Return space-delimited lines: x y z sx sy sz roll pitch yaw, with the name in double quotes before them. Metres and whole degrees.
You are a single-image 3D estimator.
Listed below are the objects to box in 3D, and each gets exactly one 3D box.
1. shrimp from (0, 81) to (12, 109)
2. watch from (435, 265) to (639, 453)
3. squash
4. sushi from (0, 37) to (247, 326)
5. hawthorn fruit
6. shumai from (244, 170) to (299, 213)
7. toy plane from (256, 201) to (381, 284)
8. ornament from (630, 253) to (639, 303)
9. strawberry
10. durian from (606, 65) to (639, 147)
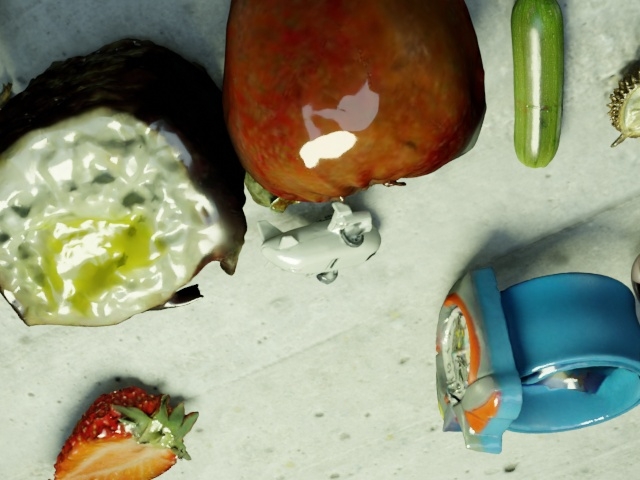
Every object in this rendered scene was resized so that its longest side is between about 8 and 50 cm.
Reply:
"shrimp" -0.449 -0.137 1.313 0.099 0.041 0.180 39 114 -4
"watch" 0.299 0.182 1.390 0.274 0.241 0.305 -2 149 -7
"squash" 0.270 -0.200 1.260 0.066 0.066 0.229 -5 119 2
"sushi" -0.234 -0.072 1.199 0.299 0.294 0.281 -5 116 1
"hawthorn fruit" 0.031 -0.201 1.146 0.308 0.325 0.308 -2 164 -1
"shumai" -0.064 -0.069 1.321 0.082 0.080 0.083 31 117 -14
"toy plane" 0.001 0.003 1.346 0.174 0.080 0.174 -15 155 -7
"ornament" 0.500 0.043 1.336 0.177 0.177 0.177 0 119 0
"strawberry" -0.301 0.305 1.525 0.174 0.098 0.228 24 130 -31
"durian" 0.408 -0.177 1.268 0.110 0.071 0.140 31 118 -30
